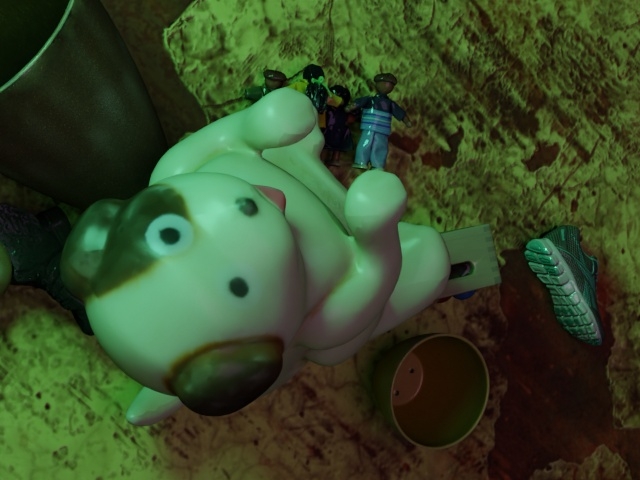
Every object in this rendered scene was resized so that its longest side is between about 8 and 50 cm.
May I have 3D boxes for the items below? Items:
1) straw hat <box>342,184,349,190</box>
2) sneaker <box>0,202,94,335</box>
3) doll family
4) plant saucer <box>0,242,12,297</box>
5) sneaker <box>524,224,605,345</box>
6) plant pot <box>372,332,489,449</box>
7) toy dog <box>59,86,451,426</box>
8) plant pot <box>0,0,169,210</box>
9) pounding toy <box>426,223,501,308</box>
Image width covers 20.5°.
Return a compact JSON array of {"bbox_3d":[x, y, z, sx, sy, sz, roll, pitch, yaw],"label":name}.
[{"bbox_3d":[0.000,0.000,1.962,0.145,0.061,0.144,-1,92,-17],"label":"straw hat"},{"bbox_3d":[-0.290,0.031,1.826,0.089,0.051,0.170,-24,103,-25],"label":"sneaker"},{"bbox_3d":[0.010,-0.142,1.964,0.193,0.076,0.111,10,87,-35],"label":"doll family"},{"bbox_3d":[-0.353,0.030,1.783,0.083,0.015,0.083,1,101,3],"label":"plant saucer"},{"bbox_3d":[0.318,0.052,2.171,0.076,0.065,0.166,-39,115,-24],"label":"sneaker"},{"bbox_3d":[0.114,0.166,2.047,0.134,0.095,0.134,-4,99,-29],"label":"plant pot"},{"bbox_3d":[-0.098,0.027,1.725,0.395,0.408,0.284,-37,84,10],"label":"toy dog"},{"bbox_3d":[-0.259,-0.133,1.749,0.215,0.215,0.230,-53,131,-13],"label":"plant pot"},{"bbox_3d":[0.111,0.047,2.021,0.141,0.130,0.100,-12,90,-28],"label":"pounding toy"}]
